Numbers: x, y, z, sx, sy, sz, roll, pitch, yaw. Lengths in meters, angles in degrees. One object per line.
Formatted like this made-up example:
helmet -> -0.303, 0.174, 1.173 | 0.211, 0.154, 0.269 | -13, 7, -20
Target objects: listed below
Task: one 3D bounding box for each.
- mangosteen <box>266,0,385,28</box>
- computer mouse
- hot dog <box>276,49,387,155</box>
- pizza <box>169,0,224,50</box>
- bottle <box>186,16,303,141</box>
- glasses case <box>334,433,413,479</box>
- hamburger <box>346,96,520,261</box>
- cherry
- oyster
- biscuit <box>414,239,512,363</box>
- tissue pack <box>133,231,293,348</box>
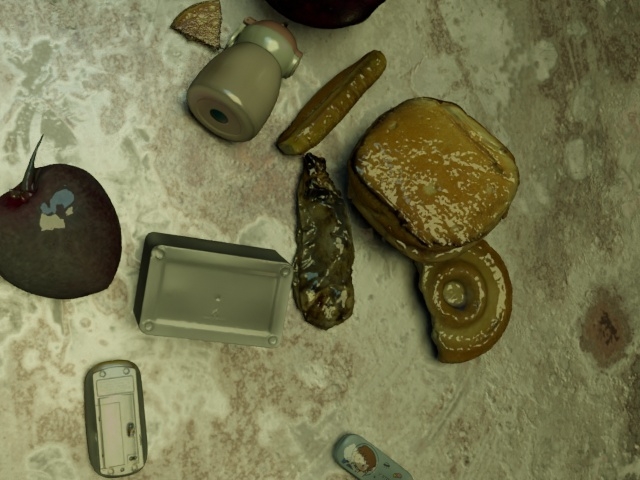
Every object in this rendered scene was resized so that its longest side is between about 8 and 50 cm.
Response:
mangosteen -> 0.038, -0.531, 1.558 | 0.360, 0.306, 0.306 | 21, 77, -40
computer mouse -> -0.350, 0.304, 1.443 | 0.102, 0.045, 0.198 | -5, 86, -23
hot dog -> 0.028, -0.266, 1.639 | 0.289, 0.083, 0.068 | -46, 121, -19
pizza -> -0.232, -0.403, 1.574 | 0.099, 0.029, 0.100 | -3, 83, -14
bottle -> -0.127, -0.309, 1.548 | 0.147, 0.147, 0.236 | 38, 64, -14
glasses case -> 0.103, 0.438, 1.613 | 0.178, 0.045, 0.067 | 39, 71, -14
hamburger -> 0.206, -0.116, 1.612 | 0.284, 0.174, 0.304 | -38, 77, -25
cherry -> -0.434, -0.016, 1.366 | 0.213, 0.183, 0.266 | -35, 112, -7
oyster -> 0.003, 0.000, 1.608 | 0.129, 0.078, 0.344 | -4, 89, -14
biscuit -> 0.290, 0.099, 1.700 | 0.213, 0.091, 0.274 | -22, 91, -21
tissue pack -> -0.186, 0.087, 1.455 | 0.246, 0.136, 0.159 | 9, 96, -17
